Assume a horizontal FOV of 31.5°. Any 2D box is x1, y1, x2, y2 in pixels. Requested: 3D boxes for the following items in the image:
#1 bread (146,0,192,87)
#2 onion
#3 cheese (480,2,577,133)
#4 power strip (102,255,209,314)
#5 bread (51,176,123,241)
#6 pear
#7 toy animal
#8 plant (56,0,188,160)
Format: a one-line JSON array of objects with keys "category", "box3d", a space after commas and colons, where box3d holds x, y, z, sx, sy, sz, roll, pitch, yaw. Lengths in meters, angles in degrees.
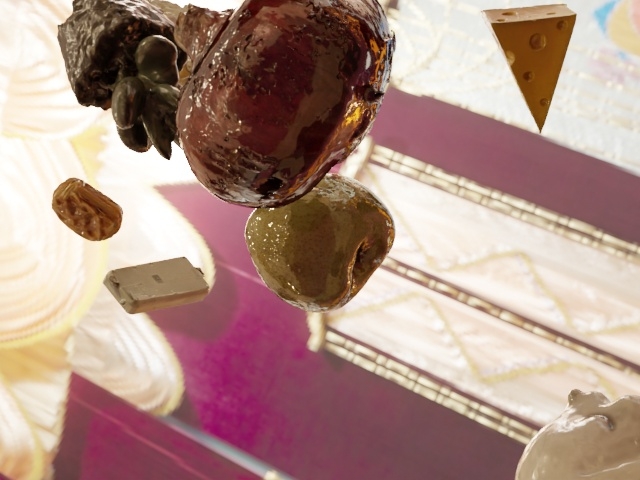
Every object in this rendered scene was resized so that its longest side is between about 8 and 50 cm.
[{"category": "bread", "box3d": [-0.250, -0.335, 1.917, 0.183, 0.224, 0.211, -12, -97, -35]}, {"category": "onion", "box3d": [-0.047, -0.159, 1.108, 0.252, 0.219, 0.252, -51, -10, -13]}, {"category": "cheese", "box3d": [0.306, -0.248, 1.647, 0.093, 0.126, 0.171, -93, -4, -67]}, {"category": "power strip", "box3d": [-0.258, 0.070, 1.806, 0.192, 0.081, 0.035, -11, -37, -53]}, {"category": "bread", "box3d": [-0.343, -0.044, 1.665, 0.083, 0.110, 0.044, -44, 17, 37]}, {"category": "pear", "box3d": [0.000, 0.000, 1.304, 0.167, 0.136, 0.167, -36, -40, -37]}, {"category": "toy animal", "box3d": [0.312, 0.234, 1.041, 0.272, 0.264, 0.206, 124, 146, -59]}, {"category": "plant", "box3d": [-0.223, -0.204, 1.411, 0.146, 0.274, 0.149, 4, -55, -34]}]
